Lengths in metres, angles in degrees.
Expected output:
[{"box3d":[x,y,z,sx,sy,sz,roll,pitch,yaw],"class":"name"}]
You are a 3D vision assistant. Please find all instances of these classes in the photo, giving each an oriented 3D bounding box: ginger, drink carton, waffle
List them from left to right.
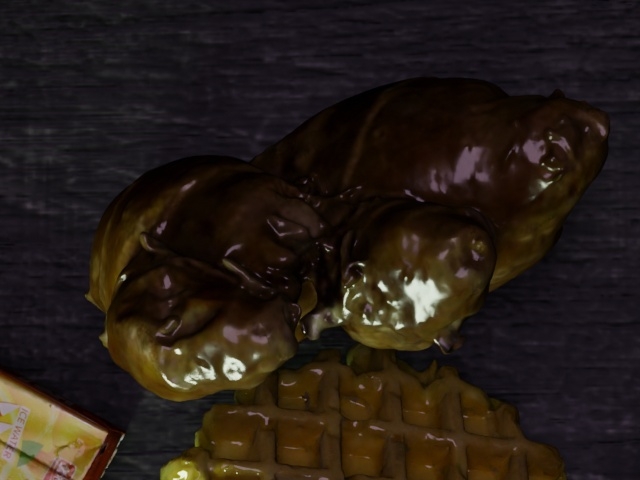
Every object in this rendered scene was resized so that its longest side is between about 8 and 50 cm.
[{"box3d":[-0.257,0.122,1.259,0.223,0.071,0.096,27,85,7],"class":"drink carton"},{"box3d":[0.010,-0.005,1.150,0.357,0.274,0.152,-19,97,2],"class":"ginger"},{"box3d":[0.041,0.194,1.158,0.329,0.062,0.329,7,54,-9],"class":"waffle"}]
